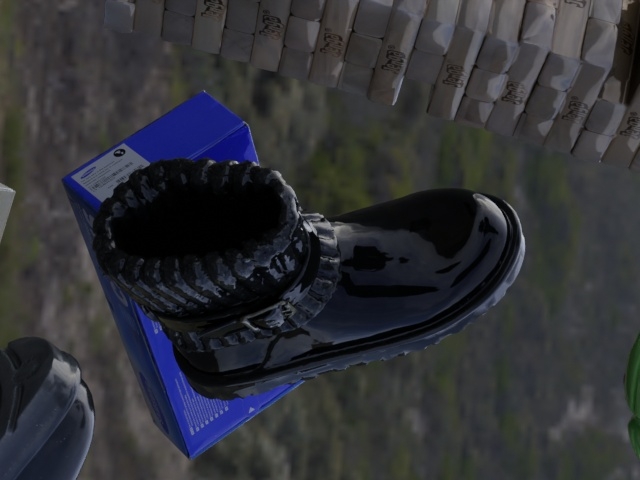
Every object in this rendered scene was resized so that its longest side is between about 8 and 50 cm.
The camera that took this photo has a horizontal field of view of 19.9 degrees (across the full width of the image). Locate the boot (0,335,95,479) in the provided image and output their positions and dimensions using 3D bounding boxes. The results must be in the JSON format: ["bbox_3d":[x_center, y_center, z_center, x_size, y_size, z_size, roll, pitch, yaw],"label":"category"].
[{"bbox_3d":[-0.147,0.315,1.267,0.367,0.445,0.146,-46,-155,10],"label":"boot"}]

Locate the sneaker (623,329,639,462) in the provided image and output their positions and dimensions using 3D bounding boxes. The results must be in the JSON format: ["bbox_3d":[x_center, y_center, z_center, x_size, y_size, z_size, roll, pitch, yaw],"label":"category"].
[{"bbox_3d":[0.443,0.075,1.322,0.202,0.483,0.185,18,-53,54],"label":"sneaker"}]

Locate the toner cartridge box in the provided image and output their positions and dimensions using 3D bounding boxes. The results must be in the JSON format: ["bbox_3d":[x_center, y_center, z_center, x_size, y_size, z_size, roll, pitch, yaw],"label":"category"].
[{"bbox_3d":[-0.118,0.040,1.751,0.075,0.165,0.347,40,-26,41],"label":"toner cartridge box"}]

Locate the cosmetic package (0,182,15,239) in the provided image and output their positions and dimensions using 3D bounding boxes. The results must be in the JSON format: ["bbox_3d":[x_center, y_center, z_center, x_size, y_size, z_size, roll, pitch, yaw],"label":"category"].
[{"bbox_3d":[-0.238,0.011,1.140,0.041,0.060,0.115,7,103,-50],"label":"cosmetic package"}]

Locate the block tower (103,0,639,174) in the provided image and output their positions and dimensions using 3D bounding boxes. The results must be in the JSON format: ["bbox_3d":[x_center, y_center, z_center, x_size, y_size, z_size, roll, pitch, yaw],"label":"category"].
[{"bbox_3d":[0.056,-0.131,0.991,0.097,0.336,0.091,105,-1,-60],"label":"block tower"}]

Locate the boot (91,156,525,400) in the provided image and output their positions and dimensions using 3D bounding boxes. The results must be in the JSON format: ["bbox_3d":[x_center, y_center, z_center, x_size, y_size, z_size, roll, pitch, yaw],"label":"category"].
[{"bbox_3d":[0.000,0.004,1.545,0.260,0.348,0.131,70,-4,-56],"label":"boot"}]
